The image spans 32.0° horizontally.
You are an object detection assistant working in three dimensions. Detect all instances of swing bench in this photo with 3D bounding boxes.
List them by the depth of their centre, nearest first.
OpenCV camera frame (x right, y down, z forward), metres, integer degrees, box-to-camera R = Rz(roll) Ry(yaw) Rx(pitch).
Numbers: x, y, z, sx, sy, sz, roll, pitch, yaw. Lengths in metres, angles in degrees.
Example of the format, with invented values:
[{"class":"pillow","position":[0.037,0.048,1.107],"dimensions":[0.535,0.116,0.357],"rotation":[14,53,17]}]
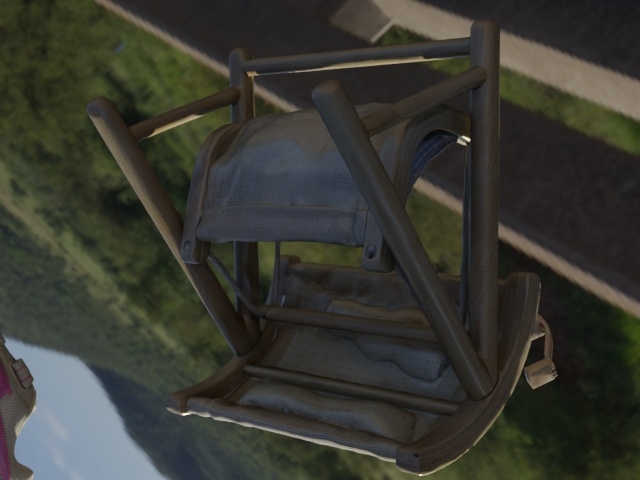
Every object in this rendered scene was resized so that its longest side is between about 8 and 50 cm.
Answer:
[{"class":"swing bench","position":[0.000,0.000,0.768],"dimensions":[0.253,0.165,0.255],"rotation":[4,114,45]}]

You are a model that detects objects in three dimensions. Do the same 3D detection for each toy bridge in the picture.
[{"class":"toy bridge","position":[0.250,0.116,1.387],"dimensions":[0.188,0.063,0.026],"rotation":[-122,9,-62]}]

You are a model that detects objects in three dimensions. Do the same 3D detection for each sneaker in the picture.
[{"class":"sneaker","position":[-0.313,0.124,0.993],"dimensions":[0.103,0.111,0.252],"rotation":[-10,82,55]}]
